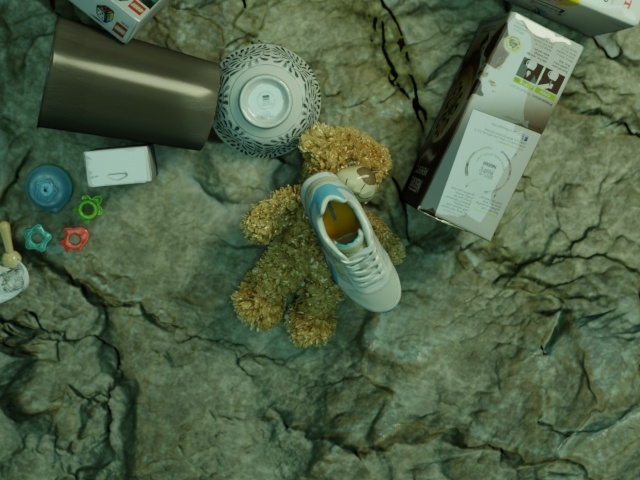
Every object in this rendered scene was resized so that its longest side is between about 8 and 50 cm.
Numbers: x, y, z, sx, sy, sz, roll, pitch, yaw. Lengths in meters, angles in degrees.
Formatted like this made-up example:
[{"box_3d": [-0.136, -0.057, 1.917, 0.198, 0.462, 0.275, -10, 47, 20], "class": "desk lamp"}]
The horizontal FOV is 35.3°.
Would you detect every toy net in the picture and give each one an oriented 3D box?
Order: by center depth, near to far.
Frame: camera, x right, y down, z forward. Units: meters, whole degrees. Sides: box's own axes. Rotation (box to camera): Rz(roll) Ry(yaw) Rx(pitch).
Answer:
[{"box_3d": [-0.418, 0.007, 1.469, 0.122, 0.045, 0.232, 33, 96, -11], "class": "toy net"}]

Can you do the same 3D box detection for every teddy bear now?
[{"box_3d": [0.000, 0.000, 1.472, 0.245, 0.113, 0.338, 39, 93, -11], "class": "teddy bear"}]

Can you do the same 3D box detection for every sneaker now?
[{"box_3d": [0.045, 0.017, 1.391, 0.087, 0.092, 0.228, -32, 114, 1], "class": "sneaker"}]

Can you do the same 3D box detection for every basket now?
[{"box_3d": [-0.263, -0.208, 1.387, 0.227, 0.204, 0.154, 11, 92, -16], "class": "basket"}]

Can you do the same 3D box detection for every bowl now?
[{"box_3d": [-0.081, -0.201, 1.450, 0.170, 0.080, 0.170, -1, 98, -4], "class": "bowl"}]

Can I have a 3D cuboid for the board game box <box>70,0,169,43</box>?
[{"box_3d": [-0.331, -0.417, 1.347, 0.305, 0.193, 0.053, 38, 133, -10], "class": "board game box"}]

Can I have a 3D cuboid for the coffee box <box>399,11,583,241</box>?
[{"box_3d": [0.237, -0.162, 1.440, 0.119, 0.168, 0.297, 24, 95, -8], "class": "coffee box"}]

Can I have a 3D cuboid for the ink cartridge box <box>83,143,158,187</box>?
[{"box_3d": [-0.281, -0.108, 1.422, 0.089, 0.122, 0.052, -6, 99, -5], "class": "ink cartridge box"}]

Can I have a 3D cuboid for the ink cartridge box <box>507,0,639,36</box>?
[{"box_3d": [0.342, -0.412, 1.412, 0.233, 0.168, 0.171, 20, 95, -8], "class": "ink cartridge box"}]
